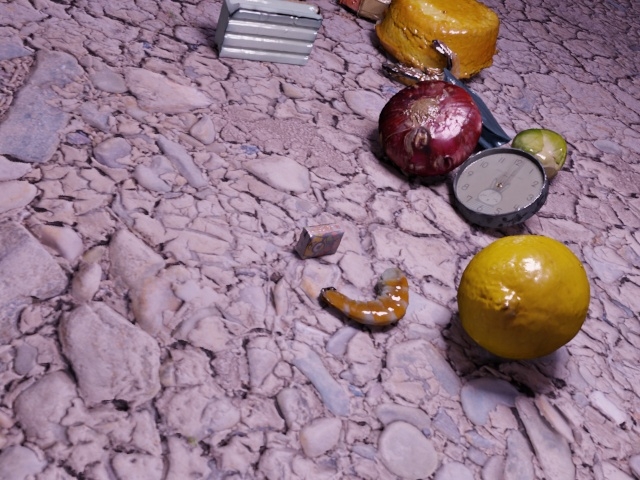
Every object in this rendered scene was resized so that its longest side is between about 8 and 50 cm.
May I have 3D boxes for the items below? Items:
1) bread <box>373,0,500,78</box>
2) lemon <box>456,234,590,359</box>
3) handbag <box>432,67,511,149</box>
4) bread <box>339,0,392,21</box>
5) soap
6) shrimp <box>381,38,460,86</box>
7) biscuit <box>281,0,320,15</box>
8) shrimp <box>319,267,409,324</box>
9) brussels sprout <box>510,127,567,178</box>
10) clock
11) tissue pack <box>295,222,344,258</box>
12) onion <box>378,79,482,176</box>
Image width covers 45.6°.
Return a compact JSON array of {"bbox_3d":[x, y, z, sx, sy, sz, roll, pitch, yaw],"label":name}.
[{"bbox_3d":[0.351,-0.629,2.259,0.358,0.204,0.337,39,41,24],"label":"bread"},{"bbox_3d":[0.370,0.102,1.391,0.263,0.236,0.236,15,36,-34],"label":"lemon"},{"bbox_3d":[0.393,-0.339,1.993,0.179,0.062,0.229,25,31,-46],"label":"handbag"},{"bbox_3d":[0.166,-0.796,2.427,0.212,0.142,0.224,35,41,11],"label":"bread"},{"bbox_3d":[-0.135,-0.548,1.981,0.262,0.150,0.094,0,47,-27],"label":"soap"},{"bbox_3d":[0.281,-0.489,2.118,0.219,0.152,0.046,18,23,3],"label":"shrimp"},{"bbox_3d":[-0.109,-0.685,2.232,0.219,0.055,0.061,7,5,-20],"label":"biscuit"},{"bbox_3d":[0.083,0.096,1.417,0.166,0.049,0.161,12,40,0],"label":"shrimp"},{"bbox_3d":[0.563,-0.223,1.962,0.155,0.117,0.155,1,56,-2],"label":"brussels sprout"},{"bbox_3d":[0.408,-0.126,1.736,0.215,0.042,0.215,-10,50,13],"label":"clock"},{"bbox_3d":[0.000,0.000,1.467,0.083,0.063,0.035,-9,45,-32],"label":"tissue pack"},{"bbox_3d":[0.255,-0.260,1.797,0.246,0.190,0.246,-6,55,8],"label":"onion"}]
